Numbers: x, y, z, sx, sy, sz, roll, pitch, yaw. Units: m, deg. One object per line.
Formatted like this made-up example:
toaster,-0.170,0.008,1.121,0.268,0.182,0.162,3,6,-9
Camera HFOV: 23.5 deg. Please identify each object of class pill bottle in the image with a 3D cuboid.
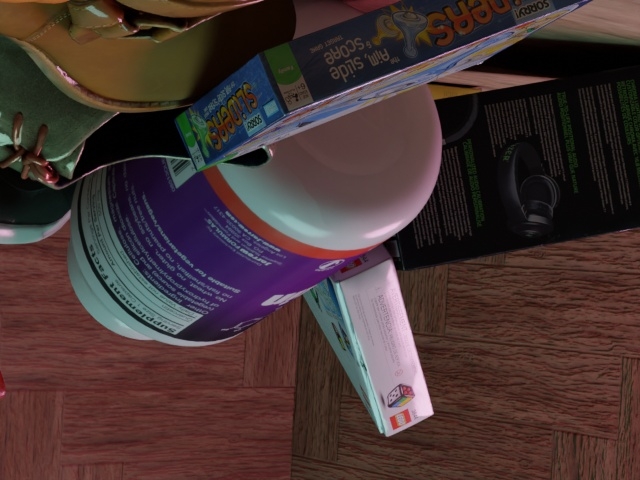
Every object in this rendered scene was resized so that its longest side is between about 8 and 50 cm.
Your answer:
pill bottle,-0.066,-0.033,1.125,0.181,0.181,0.323,4,158,-31

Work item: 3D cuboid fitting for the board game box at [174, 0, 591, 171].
board game box,0.034,-0.099,0.827,0.201,0.035,0.136,-23,180,-24

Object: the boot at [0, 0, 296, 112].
boot,-0.066,-0.134,0.728,0.283,0.109,0.220,14,168,-43

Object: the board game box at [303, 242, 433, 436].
board game box,0.000,0.000,1.334,0.053,0.193,0.305,-23,-136,-7

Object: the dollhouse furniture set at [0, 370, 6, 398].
dollhouse furniture set,-0.313,0.002,1.408,0.201,0.374,0.152,5,176,37

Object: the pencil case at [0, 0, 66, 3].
pencil case,-0.178,-0.136,0.482,0.236,0.104,0.104,4,179,-35

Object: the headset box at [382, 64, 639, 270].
headset box,0.174,-0.061,1.287,0.283,0.131,0.246,-10,-179,-6

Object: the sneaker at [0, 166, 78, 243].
sneaker,-0.204,-0.093,1.246,0.104,0.147,0.295,38,-150,21

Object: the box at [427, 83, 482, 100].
box,0.036,-0.129,1.506,0.232,0.058,0.087,4,179,-18

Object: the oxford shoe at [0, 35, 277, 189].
oxford shoe,-0.179,-0.097,0.858,0.348,0.130,0.123,-3,158,-20
